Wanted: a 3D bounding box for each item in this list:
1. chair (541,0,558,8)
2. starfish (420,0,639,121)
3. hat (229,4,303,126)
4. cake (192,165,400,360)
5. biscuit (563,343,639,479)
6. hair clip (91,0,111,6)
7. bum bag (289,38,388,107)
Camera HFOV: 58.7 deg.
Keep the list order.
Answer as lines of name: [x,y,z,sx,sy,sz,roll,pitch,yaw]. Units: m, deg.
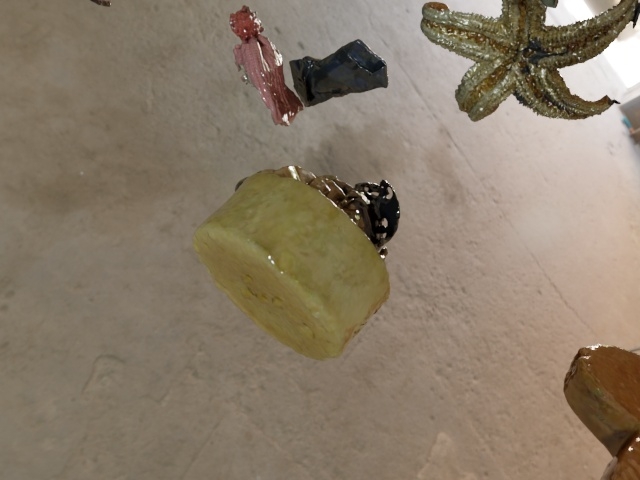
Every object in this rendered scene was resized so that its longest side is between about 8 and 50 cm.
chair: [0.226,-0.261,0.375,0.274,0.203,0.191,-11,101,-68]
starfish: [0.311,-0.295,0.841,0.312,0.303,0.113,53,39,-42]
hat: [-0.139,-0.407,1.352,0.237,0.107,0.286,-85,151,-68]
cake: [-0.003,-0.006,0.976,0.332,0.332,0.321,47,63,-11]
biscuit: [0.222,0.141,0.302,0.205,0.049,0.324,31,37,16]
hair clip: [-0.483,-0.728,1.345,0.101,0.331,0.085,40,20,5]
bum bag: [0.036,-0.419,1.436,0.137,0.310,0.074,56,49,-31]
